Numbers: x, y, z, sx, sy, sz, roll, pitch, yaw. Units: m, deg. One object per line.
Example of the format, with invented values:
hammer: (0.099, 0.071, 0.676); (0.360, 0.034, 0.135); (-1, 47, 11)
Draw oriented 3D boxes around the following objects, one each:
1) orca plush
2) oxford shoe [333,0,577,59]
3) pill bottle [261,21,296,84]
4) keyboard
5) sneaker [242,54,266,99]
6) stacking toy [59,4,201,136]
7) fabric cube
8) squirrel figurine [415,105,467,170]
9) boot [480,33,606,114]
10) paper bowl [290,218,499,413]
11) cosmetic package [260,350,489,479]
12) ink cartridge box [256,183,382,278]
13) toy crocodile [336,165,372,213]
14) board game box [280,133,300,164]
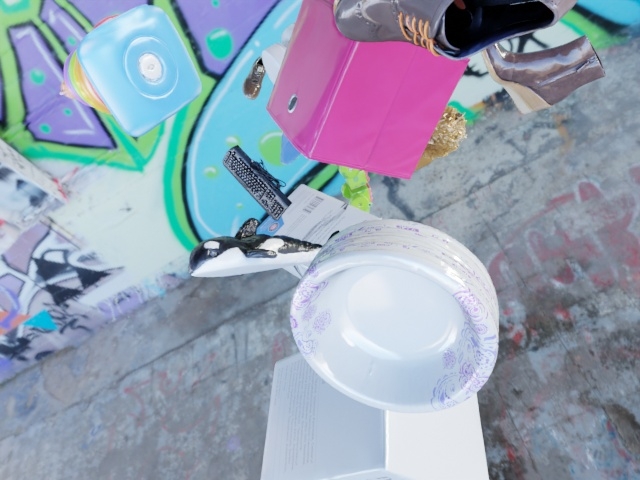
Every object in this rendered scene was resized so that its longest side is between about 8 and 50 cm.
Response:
orca plush: (-0.103, -0.002, 0.928); (0.288, 0.151, 0.102); (-9, 78, -15)
oxford shoe: (0.103, -0.223, 0.470); (0.271, 0.097, 0.098); (8, 66, 48)
pill bottle: (0.004, -0.539, 1.394); (0.319, 0.176, 0.176); (-34, 40, -12)
keyboard: (-0.148, -0.132, 1.121); (0.038, 0.192, 0.100); (-39, -7, -49)
sneaker: (-0.231, -0.587, 1.783); (0.071, 0.066, 0.188); (130, 153, -57)
stacking toy: (-0.370, -0.282, 0.865); (0.302, 0.165, 0.175); (8, 45, 41)
fabric cube: (0.078, -0.307, 0.996); (0.254, 0.259, 0.258); (56, 131, 46)
squirrel figurine: (0.281, -0.369, 1.605); (0.281, 0.370, 0.397); (-26, 30, -3)
boot: (0.520, -0.430, 1.186); (0.207, 0.248, 0.090); (-26, 32, 42)
paper bowl: (0.109, 0.100, 0.731); (0.285, 0.284, 0.148); (-13, 26, 27)
cosmetic package: (0.115, 0.428, 1.169); (0.394, 0.330, 0.327); (-33, 38, 38)
ink cartridge box: (0.000, 0.000, 1.398); (0.308, 0.129, 0.223); (28, 65, 37)
toy crocodile: (0.118, -0.204, 1.663); (0.105, 0.340, 0.115); (-20, 36, -3)
board game box: (-0.092, -0.356, 1.846); (0.133, 0.033, 0.168); (-19, 64, 45)
